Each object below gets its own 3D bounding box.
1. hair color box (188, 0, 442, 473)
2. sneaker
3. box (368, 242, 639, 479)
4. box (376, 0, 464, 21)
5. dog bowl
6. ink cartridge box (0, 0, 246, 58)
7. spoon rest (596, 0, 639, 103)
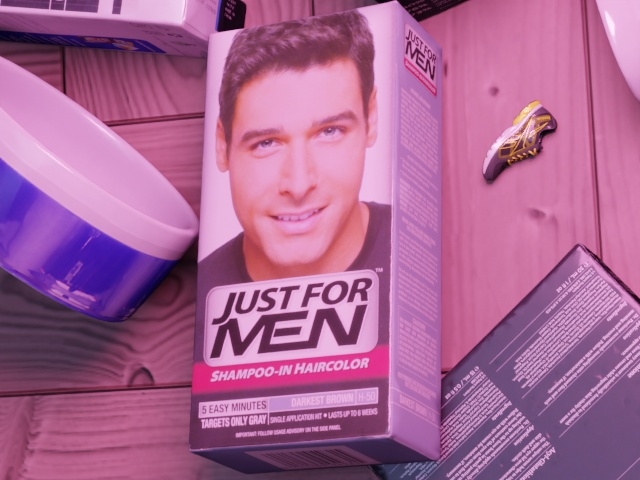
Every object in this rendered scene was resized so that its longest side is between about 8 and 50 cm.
[{"bbox_3d":[0.000,0.000,1.536,0.185,0.113,0.375,-7,69,25],"label":"hair color box"},{"bbox_3d":[0.175,-0.084,1.591,0.035,0.031,0.083,39,96,15],"label":"sneaker"},{"bbox_3d":[0.196,0.161,1.527,0.261,0.103,0.184,-45,72,7],"label":"box"},{"bbox_3d":[0.099,-0.276,1.538,0.153,0.207,0.108,-22,80,13],"label":"box"},{"bbox_3d":[-0.238,-0.049,1.583,0.265,0.265,0.104,41,99,15],"label":"dog bowl"},{"bbox_3d":[-0.249,-0.218,1.652,0.332,0.165,0.065,5,86,15],"label":"ink cartridge box"},{"bbox_3d":[0.252,-0.239,1.546,0.084,0.137,0.276,-14,67,24],"label":"spoon rest"}]
